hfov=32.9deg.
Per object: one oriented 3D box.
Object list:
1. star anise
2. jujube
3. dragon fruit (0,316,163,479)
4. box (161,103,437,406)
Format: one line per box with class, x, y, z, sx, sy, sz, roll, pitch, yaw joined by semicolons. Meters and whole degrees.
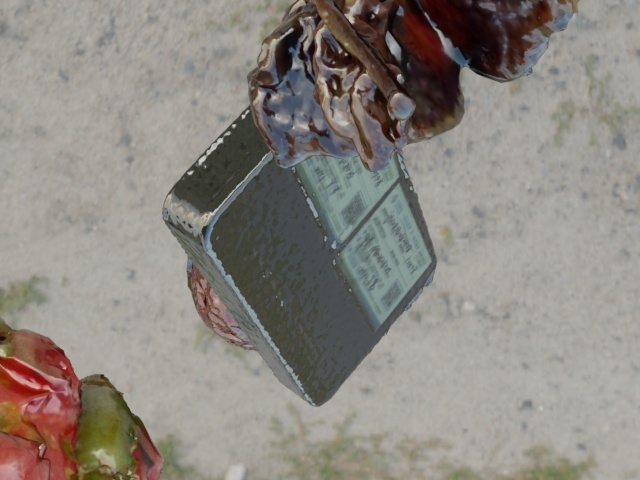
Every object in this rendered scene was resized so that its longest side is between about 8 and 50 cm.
star anise;0.044;-0.128;0.588;0.126;0.190;0.220;56;159;-12
jujube;-0.086;0.039;1.429;0.197;0.197;0.290;-5;145;12
dragon fruit;-0.221;0.133;0.589;0.302;0.231;0.237;24;122;18
box;0.000;0.000;0.984;0.058;0.211;0.350;30;161;32
